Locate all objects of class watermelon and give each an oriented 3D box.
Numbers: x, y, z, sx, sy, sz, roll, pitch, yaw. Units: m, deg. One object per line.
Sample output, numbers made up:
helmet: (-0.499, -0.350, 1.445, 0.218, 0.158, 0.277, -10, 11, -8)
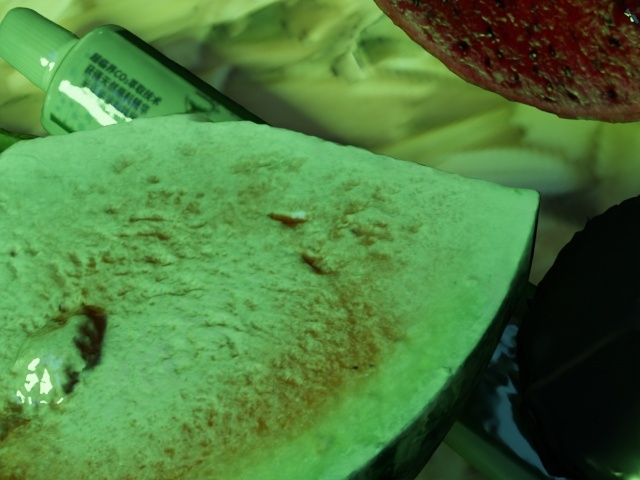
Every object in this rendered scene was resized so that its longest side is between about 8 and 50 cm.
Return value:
watermelon: (-0.052, 0.037, 0.756, 0.289, 0.320, 0.213, -31, 86, 20)

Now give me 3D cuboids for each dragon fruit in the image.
dragon fruit: (0.088, -0.172, 0.870, 0.261, 0.163, 0.189, 49, 122, -4)

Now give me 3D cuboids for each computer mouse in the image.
computer mouse: (0.234, 0.018, 0.782, 0.323, 0.116, 0.183, -17, 41, 0)

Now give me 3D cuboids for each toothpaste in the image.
toothpaste: (0.000, 0.000, 0.903, 0.392, 0.061, 0.099, 35, 84, 14)

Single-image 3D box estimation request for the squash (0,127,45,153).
squash: (-0.280, -0.035, 0.936, 0.287, 0.137, 0.137, -8, 77, 10)
